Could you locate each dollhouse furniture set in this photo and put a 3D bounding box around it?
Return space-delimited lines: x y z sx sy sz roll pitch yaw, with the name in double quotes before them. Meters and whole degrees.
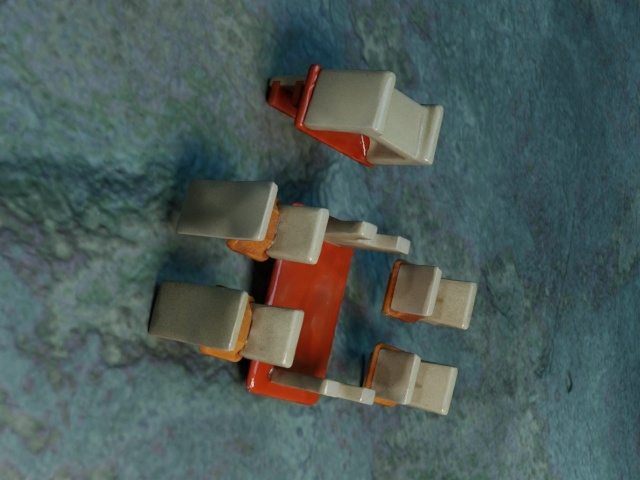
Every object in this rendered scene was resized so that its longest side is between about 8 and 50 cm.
"dollhouse furniture set" 0.000 0.000 0.818 0.262 0.135 0.259 24 76 -46
